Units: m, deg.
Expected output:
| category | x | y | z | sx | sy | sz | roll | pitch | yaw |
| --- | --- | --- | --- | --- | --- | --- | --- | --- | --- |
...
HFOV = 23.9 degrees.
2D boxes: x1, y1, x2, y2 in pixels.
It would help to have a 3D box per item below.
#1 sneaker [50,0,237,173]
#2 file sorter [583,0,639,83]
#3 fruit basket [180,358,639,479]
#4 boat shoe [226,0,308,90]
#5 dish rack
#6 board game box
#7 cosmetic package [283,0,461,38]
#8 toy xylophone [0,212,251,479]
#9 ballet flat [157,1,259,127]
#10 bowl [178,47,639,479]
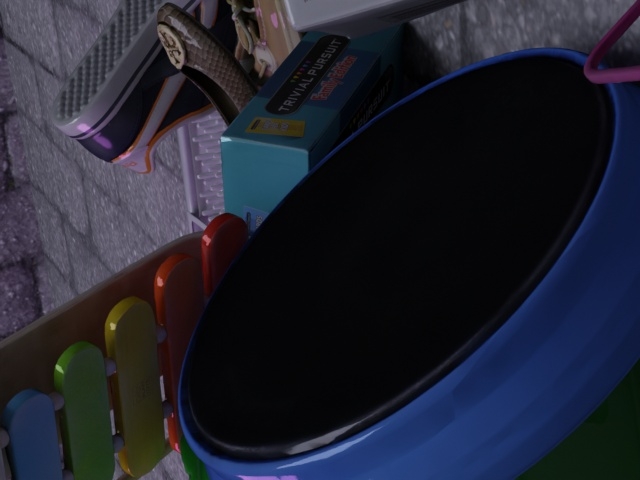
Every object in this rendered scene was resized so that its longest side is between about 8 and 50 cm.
| category | x | y | z | sx | sy | sz | roll | pitch | yaw |
| --- | --- | --- | --- | --- | --- | --- | --- | --- | --- |
| sneaker | -0.148 | -0.218 | 1.608 | 0.127 | 0.321 | 0.126 | 40 | 171 | -34 |
| file sorter | 0.128 | -0.238 | 0.716 | 0.291 | 0.202 | 0.182 | 45 | 170 | -14 |
| fruit basket | 0.122 | 0.239 | 1.163 | 0.392 | 0.392 | 0.282 | 122 | 145 | -63 |
| boat shoe | -0.050 | -0.194 | 1.426 | 0.285 | 0.089 | 0.104 | 85 | -173 | -73 |
| dish rack | -0.090 | -0.069 | 1.763 | 0.285 | 0.072 | 0.332 | -140 | 40 | -59 |
| board game box | 0.000 | 0.000 | 1.344 | 0.253 | 0.079 | 0.336 | -57 | -28 | -52 |
| cosmetic package | 0.021 | -0.344 | 1.029 | 0.217 | 0.156 | 0.384 | -27 | -79 | -77 |
| toy xylophone | -0.145 | 0.124 | 1.153 | 0.081 | 0.323 | 0.236 | 24 | 139 | 33 |
| ballet flat | -0.081 | -0.120 | 1.450 | 0.250 | 0.058 | 0.084 | 52 | 171 | -19 |
| bowl | 0.063 | 0.024 | 0.997 | 0.077 | 0.391 | 0.391 | 46 | 171 | -24 |
